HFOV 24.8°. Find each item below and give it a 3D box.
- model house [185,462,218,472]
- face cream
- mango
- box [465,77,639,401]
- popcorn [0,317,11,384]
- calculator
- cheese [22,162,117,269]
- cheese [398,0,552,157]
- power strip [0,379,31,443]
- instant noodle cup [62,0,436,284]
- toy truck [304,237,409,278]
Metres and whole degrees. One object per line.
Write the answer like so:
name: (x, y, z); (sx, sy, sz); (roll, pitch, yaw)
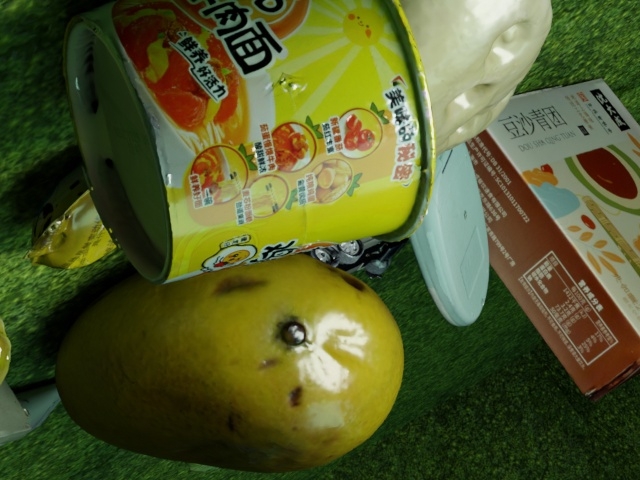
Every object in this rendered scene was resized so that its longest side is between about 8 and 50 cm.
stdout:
model house: (-0.105, 0.178, 1.931); (0.211, 0.170, 0.194); (-39, 162, 12)
face cream: (-0.370, 0.210, 1.686); (0.092, 0.058, 0.243); (-46, 168, 20)
mango: (-0.113, 0.136, 1.575); (0.301, 0.221, 0.445); (27, 153, -37)
box: (0.366, -0.017, 1.933); (0.344, 0.385, 0.122); (-17, 158, -49)
popcorn: (-0.354, 0.104, 1.067); (0.276, 0.225, 0.276); (-33, 169, -7)
calculator: (0.151, -0.030, 1.735); (0.042, 0.295, 0.184); (-3, -143, 25)
cheese: (-0.180, -0.039, 1.319); (0.156, 0.064, 0.250); (-45, 172, 35)
cheese: (0.065, -0.147, 1.391); (0.351, 0.130, 0.328); (-33, 167, -17)
power strip: (-0.381, 0.184, 1.522); (0.029, 0.080, 0.227); (-39, 164, 22)
instant noodle cup: (-0.063, -0.094, 1.084); (0.200, 0.264, 0.264); (-19, 159, -23)
toy truck: (0.000, 0.000, 1.708); (0.253, 0.124, 0.114); (-25, 162, -40)
